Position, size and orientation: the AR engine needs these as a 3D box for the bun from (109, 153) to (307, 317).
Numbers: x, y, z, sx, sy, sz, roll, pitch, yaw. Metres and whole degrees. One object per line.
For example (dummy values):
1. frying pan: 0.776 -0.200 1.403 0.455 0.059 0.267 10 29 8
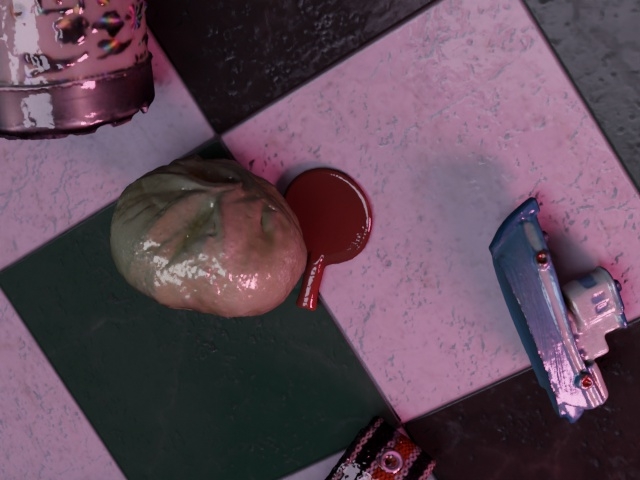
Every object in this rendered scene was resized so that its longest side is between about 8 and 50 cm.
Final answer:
1. bun: -0.105 -0.011 1.566 0.195 0.195 0.118 24 121 14

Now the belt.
1. belt: -0.005 0.334 1.713 0.094 0.126 0.359 43 116 14

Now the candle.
1. candle: -0.258 -0.261 1.542 0.187 0.187 0.330 5 111 23

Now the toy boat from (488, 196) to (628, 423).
1. toy boat: 0.232 0.060 1.518 0.102 0.088 0.215 -25 100 -4

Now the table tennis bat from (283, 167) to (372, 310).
1. table tennis bat: 0.000 0.000 1.624 0.098 0.019 0.154 20 115 16
